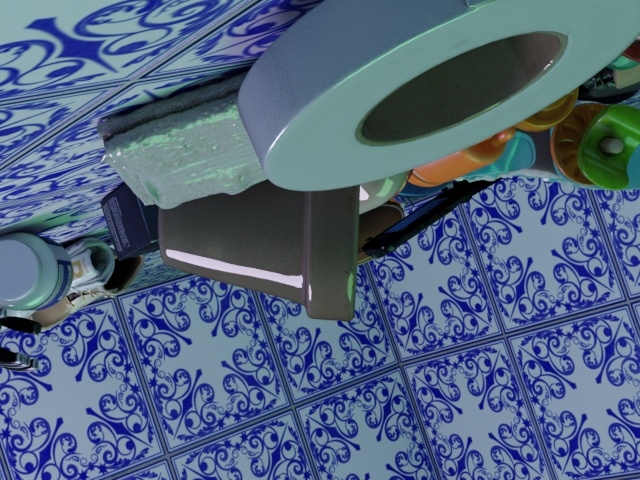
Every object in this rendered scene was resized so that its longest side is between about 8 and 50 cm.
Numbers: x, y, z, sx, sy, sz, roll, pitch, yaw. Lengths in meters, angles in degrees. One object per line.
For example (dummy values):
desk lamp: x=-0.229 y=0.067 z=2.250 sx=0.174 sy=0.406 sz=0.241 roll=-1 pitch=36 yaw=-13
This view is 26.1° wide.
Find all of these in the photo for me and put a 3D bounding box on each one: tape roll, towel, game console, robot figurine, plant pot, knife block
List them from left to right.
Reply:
knife block: x=-0.520 y=0.130 z=1.989 sx=0.242 sy=0.088 sz=0.276 roll=21 pitch=167 yaw=-12
towel: x=-0.074 y=-0.112 z=1.409 sx=0.282 sy=0.049 sz=0.187 roll=-20 pitch=160 yaw=6
plant pot: x=-0.067 y=-0.040 z=1.610 sx=0.229 sy=0.263 sz=0.263 roll=3 pitch=177 yaw=0
robot figurine: x=0.181 y=-0.152 z=2.001 sx=0.219 sy=0.128 sz=0.158 roll=-23 pitch=-158 yaw=50
tape roll: x=0.114 y=-0.162 z=1.242 sx=0.392 sy=0.072 sz=0.392 roll=-21 pitch=166 yaw=-6
game console: x=0.228 y=-0.078 z=2.287 sx=0.361 sy=0.044 sz=0.213 roll=-34 pitch=180 yaw=-20

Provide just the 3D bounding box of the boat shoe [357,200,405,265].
boat shoe: x=0.000 y=0.000 z=2.482 sx=0.324 sy=0.122 sz=0.120 roll=-15 pitch=178 yaw=-9

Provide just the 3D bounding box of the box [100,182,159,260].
box: x=-0.197 y=-0.046 z=1.887 sx=0.156 sy=0.093 sz=0.158 roll=-17 pitch=178 yaw=-26

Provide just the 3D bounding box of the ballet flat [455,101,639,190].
ballet flat: x=0.351 y=-0.165 z=2.135 sx=0.409 sy=0.147 sz=0.147 roll=4 pitch=-176 yaw=17

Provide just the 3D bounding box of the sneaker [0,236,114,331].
sneaker: x=-0.458 y=0.062 z=2.273 sx=0.169 sy=0.108 sz=0.292 roll=-22 pitch=-174 yaw=28

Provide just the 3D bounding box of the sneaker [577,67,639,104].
sneaker: x=0.449 y=-0.257 z=2.009 sx=0.130 sy=0.109 sz=0.286 roll=-9 pitch=170 yaw=-33

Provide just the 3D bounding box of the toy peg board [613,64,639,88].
toy peg board: x=0.455 y=-0.290 z=1.833 sx=0.161 sy=0.079 sz=0.160 roll=-21 pitch=161 yaw=7

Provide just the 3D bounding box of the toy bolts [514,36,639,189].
toy bolts: x=0.313 y=-0.200 z=1.683 sx=0.228 sy=0.218 sz=0.158 roll=-62 pitch=-166 yaw=1

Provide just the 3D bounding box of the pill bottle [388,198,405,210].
pill bottle: x=0.049 y=-0.069 z=2.761 sx=0.221 sy=0.121 sz=0.121 roll=-17 pitch=177 yaw=-31

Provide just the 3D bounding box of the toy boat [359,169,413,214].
toy boat: x=0.037 y=-0.122 z=1.823 sx=0.231 sy=0.151 sz=0.151 roll=-21 pitch=-154 yaw=52

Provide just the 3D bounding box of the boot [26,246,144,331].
boot: x=-0.420 y=0.085 z=2.464 sx=0.213 sy=0.077 sz=0.165 roll=-40 pitch=-162 yaw=-22

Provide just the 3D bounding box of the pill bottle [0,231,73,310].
pill bottle: x=-0.423 y=0.045 z=1.970 sx=0.112 sy=0.112 sz=0.186 roll=-19 pitch=177 yaw=0

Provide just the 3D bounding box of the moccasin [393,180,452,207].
moccasin: x=0.161 y=-0.126 z=2.280 sx=0.117 sy=0.137 sz=0.342 roll=-15 pitch=179 yaw=43
